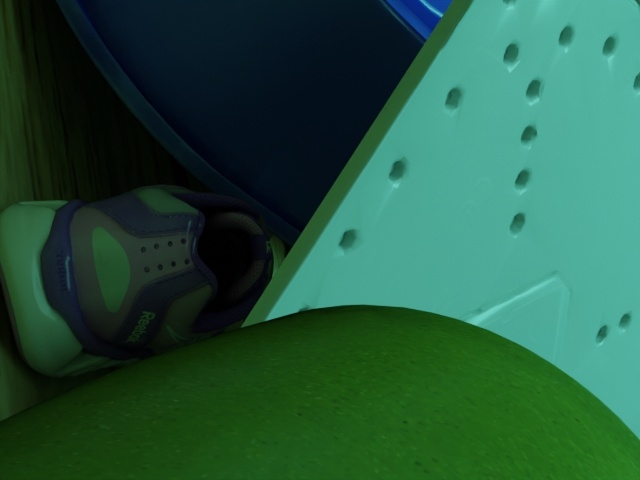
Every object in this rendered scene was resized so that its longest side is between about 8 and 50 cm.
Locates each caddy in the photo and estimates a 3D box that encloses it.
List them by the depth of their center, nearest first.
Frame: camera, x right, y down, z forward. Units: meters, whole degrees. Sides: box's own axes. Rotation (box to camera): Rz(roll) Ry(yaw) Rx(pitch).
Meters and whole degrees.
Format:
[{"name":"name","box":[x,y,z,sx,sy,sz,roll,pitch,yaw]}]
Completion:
[{"name":"caddy","box":[-0.017,-0.101,0.930,0.341,0.179,0.241,36,24,-41]}]

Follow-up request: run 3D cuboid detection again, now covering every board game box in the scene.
[{"name":"board game box","box":[0.072,0.070,0.839,0.390,0.050,0.390,-57,143,-10]}]

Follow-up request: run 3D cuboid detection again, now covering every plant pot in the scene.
[{"name":"plant pot","box":[-0.057,0.155,0.440,0.293,0.275,0.274,3,72,-60]}]

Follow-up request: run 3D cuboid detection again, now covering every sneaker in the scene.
[{"name":"sneaker","box":[-0.066,0.016,0.803,0.236,0.105,0.095,3,71,-77]}]

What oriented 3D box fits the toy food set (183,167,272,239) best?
[{"name":"toy food set","box":[-0.062,-0.047,1.049,0.132,0.038,0.192,54,34,-43]}]
